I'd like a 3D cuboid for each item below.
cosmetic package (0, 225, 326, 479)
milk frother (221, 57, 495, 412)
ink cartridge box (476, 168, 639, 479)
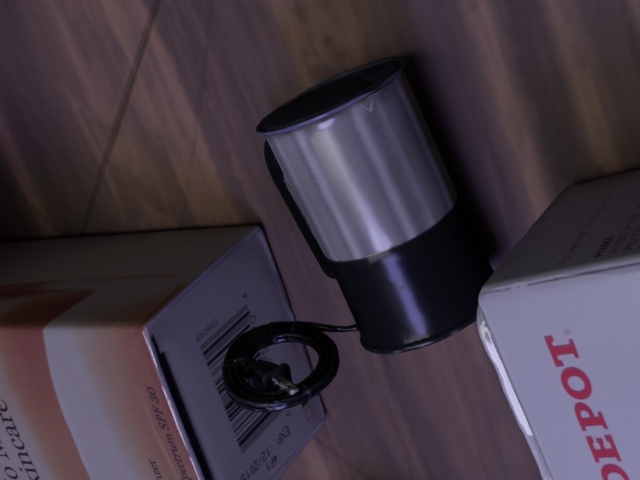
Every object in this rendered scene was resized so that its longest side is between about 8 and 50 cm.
[{"bbox_3d":[-0.165,0.088,0.778,0.296,0.129,0.153,-5,115,36],"label":"cosmetic package"},{"bbox_3d":[0.000,0.000,0.607,0.129,0.143,0.135,-10,112,45],"label":"milk frother"},{"bbox_3d":[0.253,0.065,0.486,0.306,0.131,0.226,-12,109,38],"label":"ink cartridge box"}]
